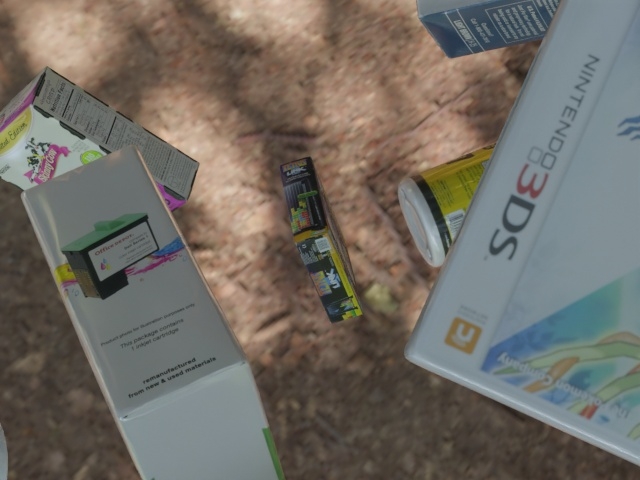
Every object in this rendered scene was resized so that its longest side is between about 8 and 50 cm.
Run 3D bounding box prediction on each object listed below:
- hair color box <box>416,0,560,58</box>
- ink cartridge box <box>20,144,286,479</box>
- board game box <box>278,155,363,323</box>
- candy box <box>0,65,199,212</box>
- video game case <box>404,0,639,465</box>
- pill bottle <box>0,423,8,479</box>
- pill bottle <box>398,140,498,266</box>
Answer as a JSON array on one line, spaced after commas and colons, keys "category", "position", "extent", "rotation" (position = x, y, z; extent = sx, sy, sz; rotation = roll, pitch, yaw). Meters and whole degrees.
[{"category": "hair color box", "position": [0.257, -0.289, 1.449], "extent": [0.347, 0.105, 0.173], "rotation": [-10, 70, 19]}, {"category": "ink cartridge box", "position": [-0.145, 0.086, 1.416], "extent": [0.201, 0.117, 0.278], "rotation": [77, 167, -49]}, {"category": "board game box", "position": [0.000, 0.000, 2.093], "extent": [0.048, 0.141, 0.170], "rotation": [-19, 136, 4]}, {"category": "candy box", "position": [-0.293, -0.098, 2.043], "extent": [0.233, 0.071, 0.159], "rotation": [32, 139, -22]}, {"category": "video game case", "position": [0.261, 0.005, 1.033], "extent": [0.329, 0.036, 0.300], "rotation": [24, 85, -1]}, {"category": "pill bottle", "position": [-0.287, 0.136, 0.980], "extent": [0.103, 0.184, 0.103], "rotation": [-11, 77, 54]}, {"category": "pill bottle", "position": [0.212, -0.057, 2.028], "extent": [0.209, 0.119, 0.119], "rotation": [-22, 105, -7]}]
